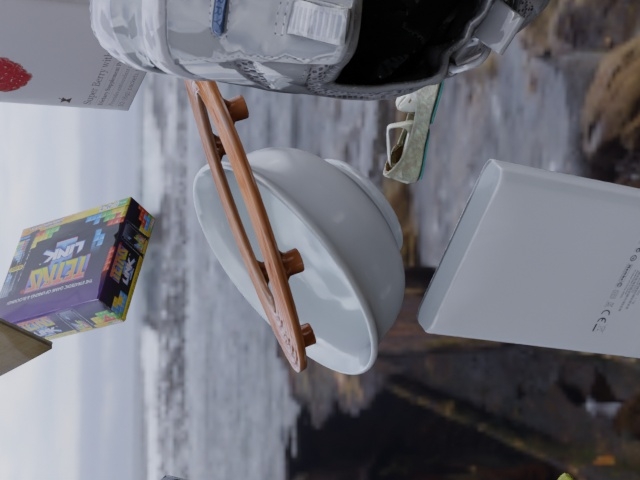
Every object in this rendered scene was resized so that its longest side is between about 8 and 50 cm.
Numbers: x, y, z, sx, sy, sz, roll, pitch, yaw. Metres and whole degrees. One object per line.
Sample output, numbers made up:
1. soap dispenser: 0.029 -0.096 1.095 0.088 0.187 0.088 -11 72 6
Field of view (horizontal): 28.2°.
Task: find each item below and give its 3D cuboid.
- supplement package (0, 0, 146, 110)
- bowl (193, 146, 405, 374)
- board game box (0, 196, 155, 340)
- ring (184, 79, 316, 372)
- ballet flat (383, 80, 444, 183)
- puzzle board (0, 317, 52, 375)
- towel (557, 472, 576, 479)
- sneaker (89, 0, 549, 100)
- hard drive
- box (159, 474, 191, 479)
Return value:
1. supplement package: -0.331 -0.263 1.350 0.177 0.293 0.175 -53 44 49
2. bowl: 0.000 0.000 1.463 0.298 0.134 0.298 40 155 23
3. board game box: -0.276 0.036 1.405 0.048 0.170 0.141 47 -140 -38
4. ring: -0.067 -0.038 1.191 0.336 0.032 0.336 160 90 -82
5. ballet flat: 0.107 -0.141 1.492 0.057 0.052 0.168 -96 14 -62
6. puzzle board: -0.274 0.083 0.921 0.096 0.128 0.011 36 -147 -48
7. towel: 0.134 0.287 1.024 0.021 0.237 0.102 48 -177 41
8. sneaker: 0.039 -0.095 0.525 0.281 0.115 0.105 -23 -50 -50
9. hard drive: 0.278 0.028 1.407 0.203 0.308 0.040 -68 30 24
10. box: -0.116 0.305 0.852 0.165 0.270 0.143 -1 122 45
